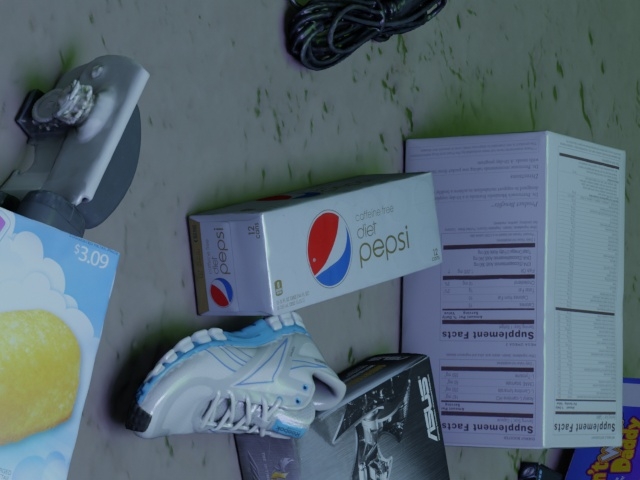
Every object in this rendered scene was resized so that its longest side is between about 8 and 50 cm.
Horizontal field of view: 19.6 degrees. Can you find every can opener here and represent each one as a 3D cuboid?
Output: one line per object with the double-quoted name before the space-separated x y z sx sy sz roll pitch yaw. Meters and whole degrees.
"can opener" -0.167 0.006 1.097 0.093 0.074 0.280 52 50 -40

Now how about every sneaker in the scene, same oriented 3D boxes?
"sneaker" -0.048 0.102 1.232 0.191 0.083 0.071 -18 145 -51

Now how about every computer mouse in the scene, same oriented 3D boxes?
"computer mouse" 0.032 -0.276 1.377 0.188 0.072 0.272 -27 111 -50

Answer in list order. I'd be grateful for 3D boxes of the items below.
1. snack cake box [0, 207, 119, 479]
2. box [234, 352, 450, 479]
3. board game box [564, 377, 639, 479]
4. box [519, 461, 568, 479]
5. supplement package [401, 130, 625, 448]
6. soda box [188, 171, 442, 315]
"snack cake box" -0.245 0.037 0.921 0.264 0.089 0.152 22 72 -33
"box" 0.030 0.219 1.372 0.183 0.056 0.231 -23 107 -52
"board game box" 0.317 0.322 1.721 0.347 0.078 0.233 57 46 -40
"box" 0.193 0.242 1.623 0.067 0.018 0.083 33 63 -48
"supplement package" 0.155 0.043 1.481 0.139 0.134 0.244 9 82 -53
"soda box" 0.000 0.000 1.329 0.216 0.069 0.074 -15 101 -54
